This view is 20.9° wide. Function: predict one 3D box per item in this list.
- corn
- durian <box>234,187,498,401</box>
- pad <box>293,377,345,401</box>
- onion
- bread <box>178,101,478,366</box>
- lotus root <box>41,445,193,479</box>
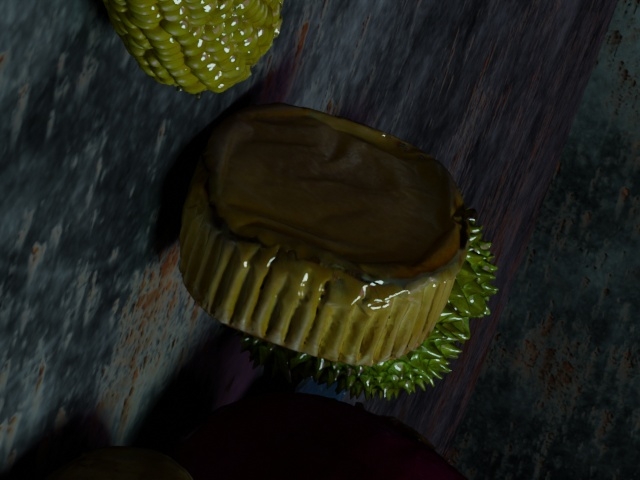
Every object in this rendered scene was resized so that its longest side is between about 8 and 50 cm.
[{"bbox_3d":[-0.076,-0.156,0.850,0.260,0.091,0.091,71,17,-65],"label":"corn"},{"bbox_3d":[0.049,0.032,1.456,0.237,0.177,0.200,-34,138,-54],"label":"durian"},{"bbox_3d":[-0.043,0.214,1.693,0.269,0.012,0.269,-48,163,-34],"label":"pad"},{"bbox_3d":[-0.010,0.255,1.349,0.282,0.337,0.260,-45,152,-11],"label":"onion"},{"bbox_3d":[0.000,0.000,1.194,0.199,0.199,0.104,-49,163,-49],"label":"bread"},{"bbox_3d":[-0.144,0.220,1.177,0.188,0.199,0.180,-34,-148,15],"label":"lotus root"}]
